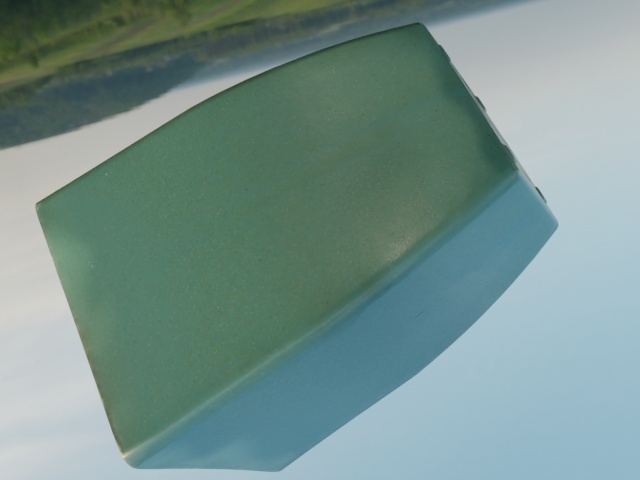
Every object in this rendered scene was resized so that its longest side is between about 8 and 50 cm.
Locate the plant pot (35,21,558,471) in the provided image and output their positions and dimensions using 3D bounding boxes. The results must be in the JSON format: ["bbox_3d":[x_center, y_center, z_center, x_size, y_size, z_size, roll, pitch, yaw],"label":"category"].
[{"bbox_3d":[0.000,0.000,0.506,0.234,0.165,0.165,-34,154,14],"label":"plant pot"}]
